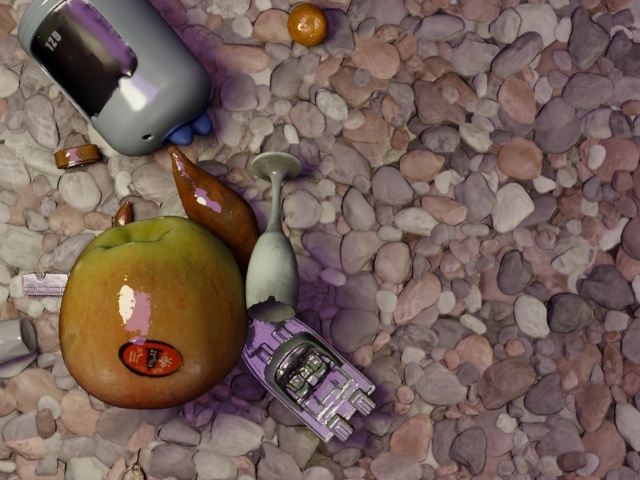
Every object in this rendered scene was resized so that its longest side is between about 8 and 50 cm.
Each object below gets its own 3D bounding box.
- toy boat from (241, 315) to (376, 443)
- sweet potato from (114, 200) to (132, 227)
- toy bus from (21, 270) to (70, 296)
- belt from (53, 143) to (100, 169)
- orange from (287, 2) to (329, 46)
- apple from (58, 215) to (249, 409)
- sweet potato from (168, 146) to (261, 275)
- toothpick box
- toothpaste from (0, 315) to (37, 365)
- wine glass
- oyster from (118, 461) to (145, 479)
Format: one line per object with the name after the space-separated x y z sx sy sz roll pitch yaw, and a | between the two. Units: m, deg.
-0.044 0.232 1.778 0.319 0.092 0.141 41 85 4 | toy boat
-0.377 -0.029 1.826 0.034 0.034 0.095 5 84 -1 | sweet potato
-0.497 0.083 1.811 0.130 0.037 0.052 1 87 0 | toy bus
-0.463 -0.157 1.823 0.083 0.059 0.036 -14 86 -13 | belt
-0.025 -0.416 1.849 0.083 0.070 0.083 -1 94 -14 | orange
-0.288 0.118 1.660 0.338 0.338 0.305 2 103 -1 | apple
-0.174 -0.033 1.787 0.112 0.112 0.359 -38 110 -4 | sweet potato
-0.348 -0.314 1.762 0.263 0.263 0.355 -41 87 -4 | toothpick box
-0.718 0.223 1.779 0.371 0.080 0.125 -16 86 3 | toothpaste
0.000 0.000 1.724 0.264 0.096 0.310 5 59 -9 | wine glass
-0.351 0.456 1.789 0.054 0.019 0.083 5 87 1 | oyster
